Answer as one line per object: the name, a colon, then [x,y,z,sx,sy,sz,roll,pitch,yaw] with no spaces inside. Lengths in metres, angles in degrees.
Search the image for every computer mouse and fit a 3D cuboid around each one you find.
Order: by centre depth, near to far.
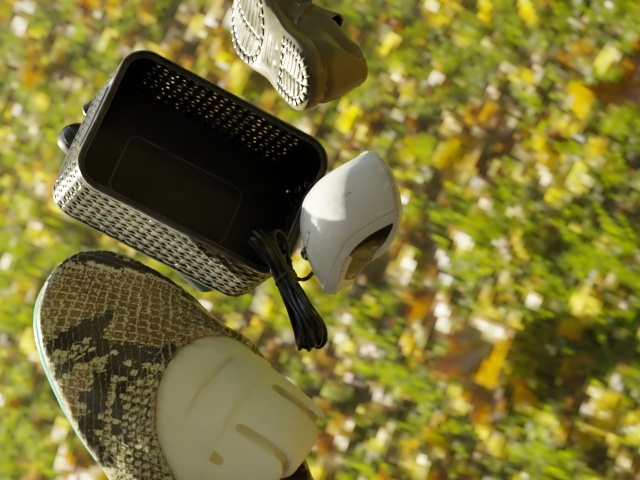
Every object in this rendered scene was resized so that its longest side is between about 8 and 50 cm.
computer mouse: [0.000,0.000,1.281,0.193,0.042,0.106,-54,51,55]

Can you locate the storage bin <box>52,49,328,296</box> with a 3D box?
storage bin: [-0.101,-0.049,1.411,0.122,0.180,0.084,-68,13,-22]

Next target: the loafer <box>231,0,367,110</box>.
loafer: [-0.015,-0.124,1.121,0.148,0.050,0.056,-120,37,-48]

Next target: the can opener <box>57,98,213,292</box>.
can opener: [-0.145,-0.029,1.491,0.073,0.186,0.059,-33,14,16]

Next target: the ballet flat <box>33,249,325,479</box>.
ballet flat: [-0.042,0.211,1.406,0.182,0.482,0.164,-2,31,46]
